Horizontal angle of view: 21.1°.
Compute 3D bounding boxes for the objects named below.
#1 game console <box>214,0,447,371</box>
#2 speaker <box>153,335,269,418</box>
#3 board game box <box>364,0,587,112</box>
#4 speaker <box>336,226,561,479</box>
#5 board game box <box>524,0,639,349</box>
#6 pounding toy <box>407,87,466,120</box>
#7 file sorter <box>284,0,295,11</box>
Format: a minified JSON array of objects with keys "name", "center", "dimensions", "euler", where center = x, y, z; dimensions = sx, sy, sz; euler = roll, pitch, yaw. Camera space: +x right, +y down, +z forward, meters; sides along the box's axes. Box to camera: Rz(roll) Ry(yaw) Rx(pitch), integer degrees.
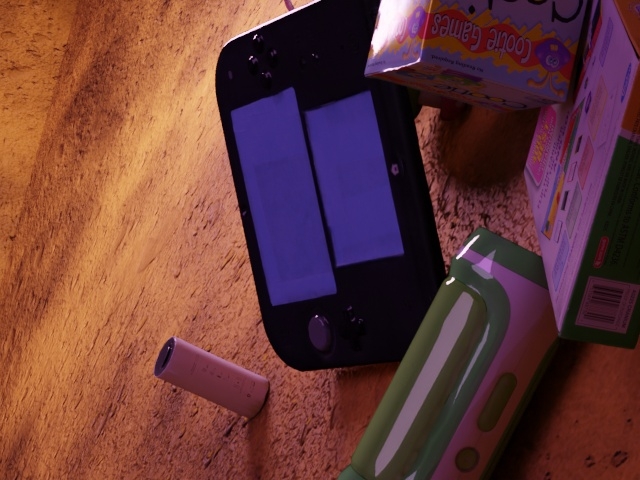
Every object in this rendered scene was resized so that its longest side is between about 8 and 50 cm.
[{"name":"game console","center":[0.006,-0.055,1.849],"dimensions":[0.342,0.060,0.386],"euler":[-13,90,62]},{"name":"speaker","center":[-0.134,0.167,2.105],"dimensions":[0.055,0.136,0.055],"euler":[-50,25,33]},{"name":"board game box","center":[0.153,-0.264,1.503],"dimensions":[0.142,0.144,0.275],"euler":[-178,100,-72]},{"name":"speaker","center":[0.121,0.142,1.537],"dimensions":[0.296,0.131,0.131],"euler":[-63,20,2]},{"name":"board game box","center":[0.242,-0.092,1.439],"dimensions":[0.316,0.064,0.242],"euler":[-87,9,-63]},{"name":"pounding toy","center":[0.125,-0.194,2.011],"dimensions":[0.237,0.110,0.183],"euler":[43,-120,-81]},{"name":"file sorter","center":[0.094,-0.356,1.878],"dimensions":[0.173,0.192,0.278],"euler":[19,44,33]}]
